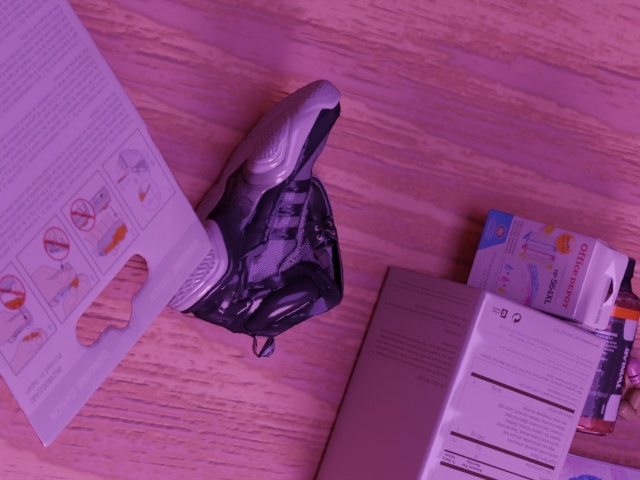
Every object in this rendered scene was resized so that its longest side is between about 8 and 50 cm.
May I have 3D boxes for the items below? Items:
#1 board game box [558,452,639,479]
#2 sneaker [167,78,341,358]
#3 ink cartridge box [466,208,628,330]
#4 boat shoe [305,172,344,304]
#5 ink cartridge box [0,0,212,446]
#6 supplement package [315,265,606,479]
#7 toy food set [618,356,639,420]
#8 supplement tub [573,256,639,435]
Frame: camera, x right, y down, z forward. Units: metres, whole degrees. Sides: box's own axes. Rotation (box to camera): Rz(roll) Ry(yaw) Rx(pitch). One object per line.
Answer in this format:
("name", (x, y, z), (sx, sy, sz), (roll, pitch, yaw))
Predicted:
("board game box", (0.349, 0.418, 2.020), (0.318, 0.066, 0.318), (16, 73, -32))
("sneaker", (-0.031, -0.017, 1.747), (0.153, 0.101, 0.268), (36, 84, -19))
("ink cartridge box", (0.244, 0.033, 1.889), (0.090, 0.143, 0.092), (23, 84, -64))
("boat shoe", (0.000, 0.000, 1.812), (0.049, 0.040, 0.142), (-16, 106, -28))
("ink cartridge box", (-0.281, -0.060, 1.525), (0.385, 0.091, 0.308), (60, 40, -21))
("supplement package", (0.135, 0.199, 1.843), (0.175, 0.177, 0.293), (22, 87, -32))
("toy food set", (0.338, 0.167, 2.054), (0.122, 0.019, 0.078), (8, 93, -24))
("supplement tub", (0.292, 0.109, 1.965), (0.106, 0.106, 0.198), (12, 92, -32))
